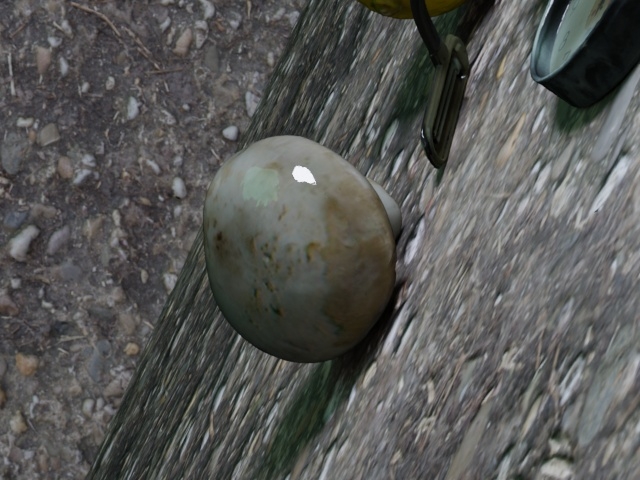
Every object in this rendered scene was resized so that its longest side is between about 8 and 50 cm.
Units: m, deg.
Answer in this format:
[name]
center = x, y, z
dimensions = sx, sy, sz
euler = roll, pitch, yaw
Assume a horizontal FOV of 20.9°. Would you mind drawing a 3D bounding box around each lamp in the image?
[lamp]
center = 0.153, -0.223, 1.808
dimensions = 0.283, 0.124, 0.203
euler = 125, 158, -49

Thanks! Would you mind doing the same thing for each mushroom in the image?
[mushroom]
center = 0.000, 0.000, 1.837
dimensions = 0.243, 0.243, 0.243
euler = -59, 11, 18

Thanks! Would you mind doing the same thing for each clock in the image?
[clock]
center = 0.254, -0.222, 1.484
dimensions = 0.226, 0.049, 0.226
euler = -60, 11, 20

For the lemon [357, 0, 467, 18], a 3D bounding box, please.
[lemon]
center = 0.118, -0.394, 2.056
dimensions = 0.267, 0.267, 0.267
euler = -59, 11, 18
